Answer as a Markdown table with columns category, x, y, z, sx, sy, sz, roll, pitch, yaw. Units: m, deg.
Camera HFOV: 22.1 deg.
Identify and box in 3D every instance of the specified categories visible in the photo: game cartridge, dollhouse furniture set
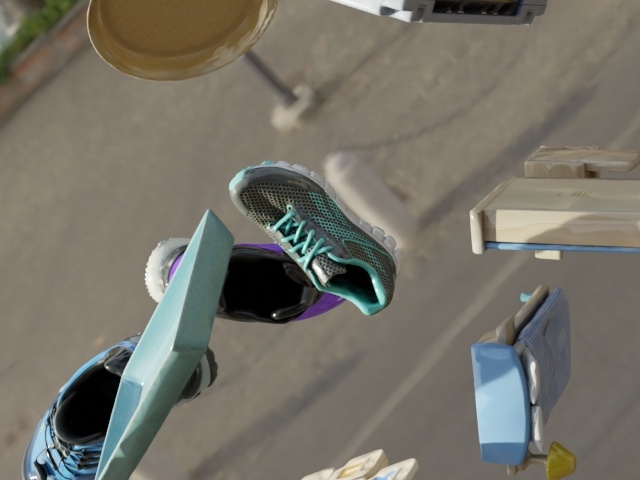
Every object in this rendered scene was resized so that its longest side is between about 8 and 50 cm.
| category | x | y | z | sx | sy | sz | roll | pitch | yaw |
| --- | --- | --- | --- | --- | --- | --- | --- | --- | --- |
| game cartridge | 0.089 | -0.277 | 1.736 | 0.198 | 0.297 | 0.062 | 27 | 110 | 29 |
| dollhouse furniture set | 0.303 | 0.079 | 1.786 | 0.198 | 0.303 | 0.286 | 3 | 20 | 25 |

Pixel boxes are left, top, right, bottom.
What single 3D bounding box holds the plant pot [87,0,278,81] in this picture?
| category | x | y | z | sx | sy | sz | roll | pitch | yaw |
| --- | --- | --- | --- | --- | --- | --- | --- | --- | --- |
| plant pot | -0.167 | -0.288 | 1.967 | 0.236 | 0.236 | 0.032 | -35 | 51 | 19 |

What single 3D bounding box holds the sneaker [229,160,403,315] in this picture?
| category | x | y | z | sx | sy | sz | roll | pitch | yaw |
| --- | --- | --- | --- | --- | --- | --- | --- | --- | --- |
| sneaker | 0.000 | 0.000 | 1.291 | 0.065 | 0.166 | 0.076 | -47 | 23 | 27 |

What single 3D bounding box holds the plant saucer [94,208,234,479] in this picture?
| category | x | y | z | sx | sy | sz | roll | pitch | yaw |
| --- | --- | --- | --- | --- | --- | --- | --- | --- | --- |
| plant saucer | -0.073 | 0.057 | 0.742 | 0.192 | 0.018 | 0.067 | 122 | 162 | -59 |

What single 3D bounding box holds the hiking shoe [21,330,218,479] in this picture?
| category | x | y | z | sx | sy | sz | roll | pitch | yaw |
| --- | --- | --- | --- | --- | --- | --- | --- | --- | --- |
| hiking shoe | -0.241 | 0.179 | 1.681 | 0.132 | 0.113 | 0.304 | -15 | -25 | -51 |

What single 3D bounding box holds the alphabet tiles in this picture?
| category | x | y | z | sx | sy | sz | roll | pitch | yaw |
| --- | --- | --- | --- | --- | --- | --- | --- | --- | --- |
| alphabet tiles | -0.026 | 0.321 | 1.750 | 0.278 | 0.021 | 0.284 | -25 | 13 | 32 |

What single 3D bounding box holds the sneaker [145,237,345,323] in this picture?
| category | x | y | z | sx | sy | sz | roll | pitch | yaw |
| --- | --- | --- | --- | --- | --- | --- | --- | --- | --- |
| sneaker | -0.042 | 0.053 | 1.867 | 0.146 | 0.293 | 0.102 | 10 | 99 | 48 |
